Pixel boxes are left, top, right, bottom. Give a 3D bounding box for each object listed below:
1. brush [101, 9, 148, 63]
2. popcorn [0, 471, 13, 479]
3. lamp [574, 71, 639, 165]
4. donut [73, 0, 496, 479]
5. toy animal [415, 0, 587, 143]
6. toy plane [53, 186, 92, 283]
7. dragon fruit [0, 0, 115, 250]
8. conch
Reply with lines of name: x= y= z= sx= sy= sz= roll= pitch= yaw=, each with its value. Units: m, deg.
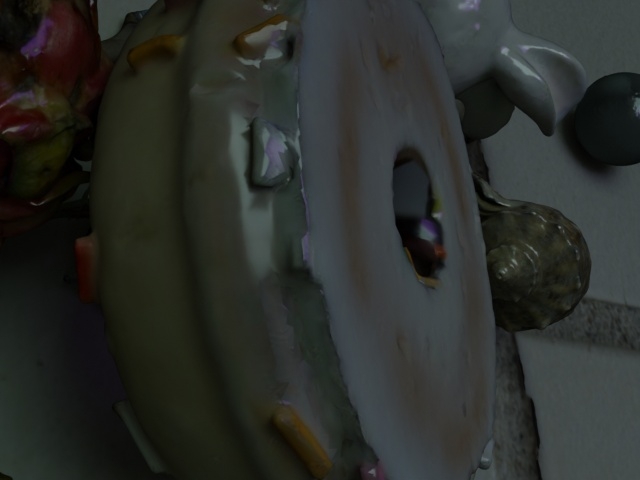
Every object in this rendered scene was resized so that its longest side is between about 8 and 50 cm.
brush: x=-0.151 y=-0.144 z=0.663 sx=0.196 sy=0.021 sz=0.070 roll=-21 pitch=77 yaw=-42
popcorn: x=-0.208 y=0.135 z=0.368 sx=0.212 sy=0.197 sz=0.198 roll=40 pitch=37 yaw=-61
lamp: x=0.331 y=-0.133 z=0.971 sx=0.105 sy=0.105 sz=0.105 roll=18 pitch=56 yaw=-29
donut: x=0.000 y=0.000 z=0.531 sx=0.382 sy=0.142 sz=0.383 roll=-9 pitch=90 yaw=-68
toy animal: x=0.098 y=-0.236 z=0.794 sx=0.247 sy=0.183 sz=0.310 roll=7 pitch=62 yaw=-35
toy plane: x=-0.130 y=-0.010 z=0.591 sx=0.102 sy=0.040 sz=0.111 roll=30 pitch=50 yaw=-23
dragon fruit: x=-0.219 y=-0.125 z=0.449 sx=0.269 sy=0.250 sz=0.291 roll=-52 pitch=124 yaw=-35
conch: x=0.158 y=-0.006 z=0.750 sx=0.155 sy=0.130 sz=0.207 roll=69 pitch=23 yaw=-7
